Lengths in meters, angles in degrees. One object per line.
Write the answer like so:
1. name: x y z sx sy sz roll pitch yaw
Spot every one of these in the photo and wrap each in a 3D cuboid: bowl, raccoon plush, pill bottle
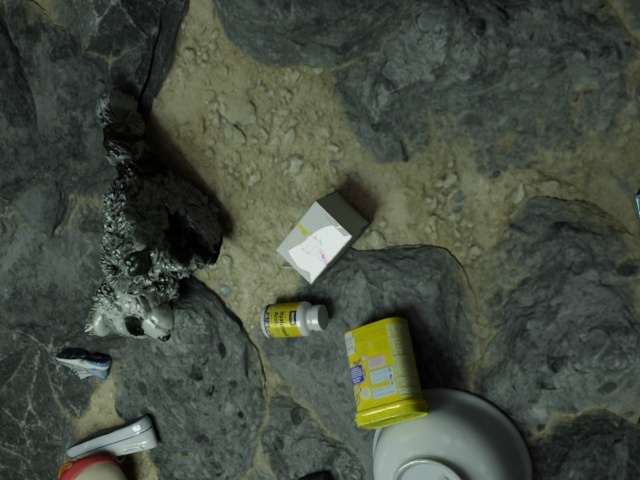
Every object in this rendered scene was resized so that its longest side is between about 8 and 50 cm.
1. bowl: 0.211 0.420 1.491 0.297 0.134 0.298 7 107 23
2. raccoon plush: -0.360 -0.024 1.656 0.299 0.216 0.447 -40 55 41
3. pill bottle: -0.047 0.146 1.576 0.116 0.065 0.065 -7 100 25

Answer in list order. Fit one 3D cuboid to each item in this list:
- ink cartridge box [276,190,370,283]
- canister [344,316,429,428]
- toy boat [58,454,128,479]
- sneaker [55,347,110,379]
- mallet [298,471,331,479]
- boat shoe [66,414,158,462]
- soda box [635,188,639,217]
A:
1. ink cartridge box: 0.000 0.000 1.501 0.090 0.092 0.143 44 118 8
2. canister: 0.111 0.230 1.485 0.126 0.073 0.170 -22 65 28
3. toy boat: -0.497 0.525 1.804 0.151 0.151 0.231 36 152 24
4. sneaker: -0.513 0.272 1.830 0.135 0.052 0.058 9 111 23
5. mallet: 0.025 0.536 1.664 0.062 0.039 0.190 -28 95 25
6. boat shoe: -0.448 0.445 1.825 0.226 0.083 0.076 -23 92 27
7. soda box: 0.524 0.009 1.282 0.062 0.058 0.183 -10 98 26
